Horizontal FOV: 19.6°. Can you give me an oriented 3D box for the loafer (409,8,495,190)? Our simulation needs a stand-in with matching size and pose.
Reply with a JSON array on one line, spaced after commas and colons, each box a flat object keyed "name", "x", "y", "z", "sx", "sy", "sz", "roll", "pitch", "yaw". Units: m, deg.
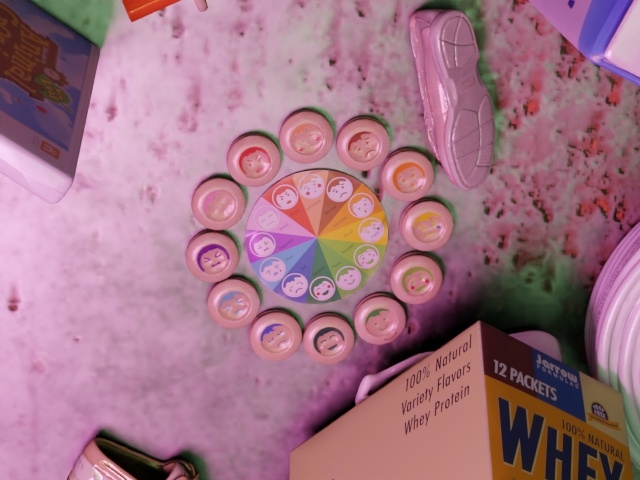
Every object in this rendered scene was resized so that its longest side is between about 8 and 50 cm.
[{"name": "loafer", "x": 0.086, "y": -0.095, "z": 1.228, "sx": 0.045, "sy": 0.039, "sz": 0.125, "roll": -27, "pitch": 119, "yaw": -32}]

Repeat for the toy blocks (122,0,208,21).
[{"name": "toy blocks", "x": -0.114, "y": -0.193, "z": 1.154, "sx": 0.148, "sy": 0.054, "sz": 0.123, "roll": -21, "pitch": 111, "yaw": 1}]

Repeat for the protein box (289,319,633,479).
[{"name": "protein box", "x": 0.091, "y": 0.201, "z": 1.200, "sx": 0.136, "sy": 0.201, "sz": 0.200, "roll": 27, "pitch": 133, "yaw": -29}]

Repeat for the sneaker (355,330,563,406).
[{"name": "sneaker", "x": 0.095, "y": 0.097, "z": 1.275, "sx": 0.152, "sy": 0.053, "sz": 0.061, "roll": -20, "pitch": 152, "yaw": -1}]

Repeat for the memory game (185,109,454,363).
[{"name": "memory game", "x": 0.000, "y": 0.000, "z": 1.261, "sx": 0.186, "sy": 0.012, "sz": 0.186, "roll": -2, "pitch": 110, "yaw": -6}]

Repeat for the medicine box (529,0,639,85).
[{"name": "medicine box", "x": 0.241, "y": -0.221, "z": 1.060, "sx": 0.149, "sy": 0.289, "sz": 0.263, "roll": 24, "pitch": 105, "yaw": -15}]

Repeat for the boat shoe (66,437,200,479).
[{"name": "boat shoe", "x": -0.107, "y": 0.176, "z": 1.292, "sx": 0.135, "sy": 0.050, "sz": 0.045, "roll": 19, "pitch": 112, "yaw": -13}]

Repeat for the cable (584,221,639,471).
[{"name": "cable", "x": 0.311, "y": 0.067, "z": 1.284, "sx": 0.257, "sy": 0.089, "sz": 0.257, "roll": 37, "pitch": 103, "yaw": -17}]

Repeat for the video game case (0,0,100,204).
[{"name": "video game case", "x": -0.220, "y": -0.122, "z": 1.083, "sx": 0.193, "sy": 0.212, "sz": 0.023, "roll": 33, "pitch": 110, "yaw": -17}]
